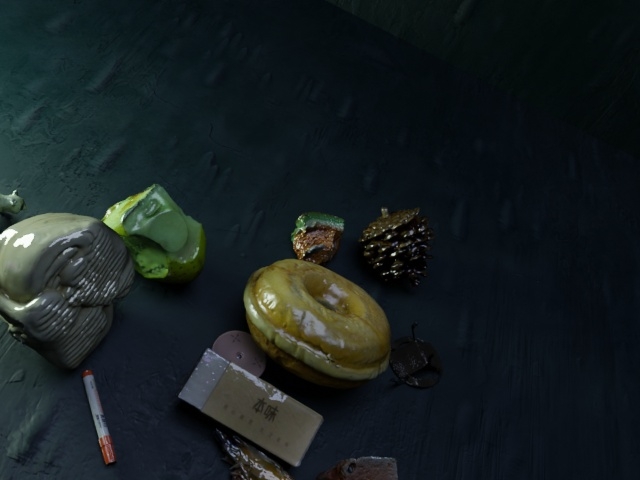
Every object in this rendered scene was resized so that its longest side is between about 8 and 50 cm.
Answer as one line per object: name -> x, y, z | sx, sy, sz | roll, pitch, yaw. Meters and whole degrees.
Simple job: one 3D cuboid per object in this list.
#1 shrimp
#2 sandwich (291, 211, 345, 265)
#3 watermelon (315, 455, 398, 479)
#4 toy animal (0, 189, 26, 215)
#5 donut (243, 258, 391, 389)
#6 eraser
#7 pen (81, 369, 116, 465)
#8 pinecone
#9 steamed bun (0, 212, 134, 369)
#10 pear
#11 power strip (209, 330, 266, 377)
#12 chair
shrimp -> -0.160, 0.579, 1.599 | 0.317, 0.062, 0.164 | 42, 54, 13
sandwich -> 0.008, -0.001, 2.146 | 0.185, 0.109, 0.160 | -2, 52, -28
watermelon -> 0.103, 0.581, 1.592 | 0.193, 0.256, 0.140 | 3, 50, -15
toy animal -> -0.884, -0.093, 1.762 | 0.225, 0.121, 0.094 | 10, 48, -21
donut -> -0.005, 0.216, 1.837 | 0.449, 0.198, 0.449 | 25, 24, -12
eraser -> -0.171, 0.408, 1.663 | 0.343, 0.078, 0.144 | 32, 72, -8
pen -> -0.516, 0.409, 1.583 | 0.028, 0.028, 0.239 | -8, 56, -32
pinecone -> 0.242, 0.019, 2.174 | 0.243, 0.243, 0.257 | 2, 94, -26
steamed bun -> -0.624, 0.086, 1.587 | 0.255, 0.367, 0.342 | 23, 62, 14
pear -> -0.447, 0.014, 1.831 | 0.282, 0.286, 0.176 | 45, 54, -25
power strip -> -0.223, 0.319, 1.774 | 0.154, 0.078, 0.154 | 14, 51, -18
chair -> 0.272, 0.344, 2.002 | 0.213, 0.149, 0.174 | 41, 18, -57
